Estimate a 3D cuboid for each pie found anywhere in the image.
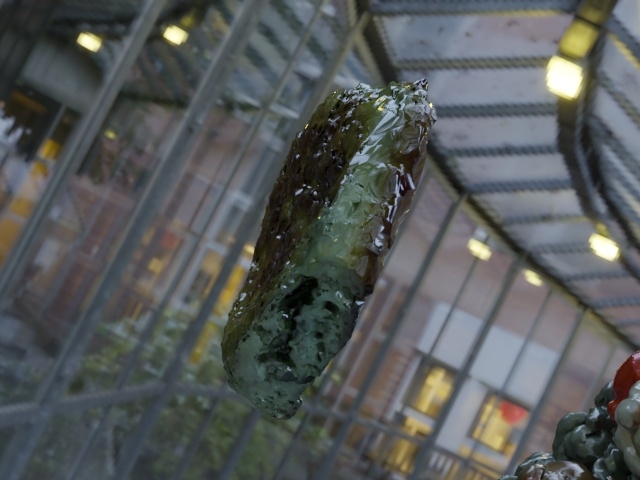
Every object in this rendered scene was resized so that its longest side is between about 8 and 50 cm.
[{"bbox_3d":[0.000,0.000,1.106,0.103,0.288,0.355,23,-46,-9],"label":"pie"}]

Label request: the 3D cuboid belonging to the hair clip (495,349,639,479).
[{"bbox_3d":[0.120,0.169,0.651,0.091,0.321,0.138,24,25,-38],"label":"hair clip"}]
